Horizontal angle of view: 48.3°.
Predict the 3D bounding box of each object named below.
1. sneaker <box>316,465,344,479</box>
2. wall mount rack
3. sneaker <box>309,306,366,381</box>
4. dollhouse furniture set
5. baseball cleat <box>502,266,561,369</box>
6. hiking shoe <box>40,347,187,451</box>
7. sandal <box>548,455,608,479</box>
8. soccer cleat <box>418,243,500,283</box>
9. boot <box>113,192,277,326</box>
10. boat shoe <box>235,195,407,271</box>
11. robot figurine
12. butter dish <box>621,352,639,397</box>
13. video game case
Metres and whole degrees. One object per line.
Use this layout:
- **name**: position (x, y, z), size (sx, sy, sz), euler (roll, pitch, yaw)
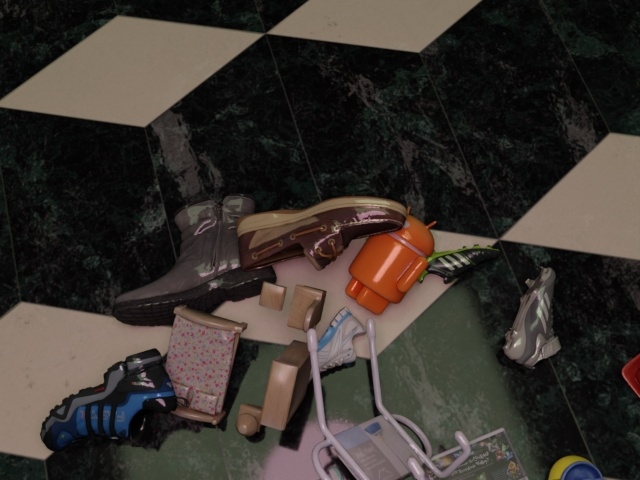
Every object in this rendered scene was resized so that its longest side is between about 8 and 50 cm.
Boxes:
- **sneaker**: position (0.029, 0.476, 1.318), size (0.069, 0.038, 0.098), euler (-35, 62, -10)
- **wall mount rack**: position (0.097, 0.292, 1.227), size (0.304, 0.350, 0.130), euler (47, 112, 24)
- **sneaker**: position (0.023, 0.226, 1.400), size (0.083, 0.071, 0.190), euler (36, 75, 8)
- **dollhouse furniture set**: position (-0.199, 0.198, 1.293), size (0.356, 0.174, 0.303), euler (14, 98, 8)
- **baseball cleat**: position (0.440, 0.158, 1.421), size (0.109, 0.072, 0.205), euler (31, 77, -1)
- **hiking shoe**: position (-0.393, 0.325, 1.308), size (0.304, 0.113, 0.132), euler (-37, 77, 20)
- **sandal**: position (0.464, 0.533, 1.228), size (0.126, 0.138, 0.317), euler (-3, 70, -1)
- **soccer cleat**: position (0.282, 0.051, 1.469), size (0.179, 0.060, 0.072), euler (-7, 78, 6)
- **boot**: position (-0.273, 0.036, 1.471), size (0.338, 0.118, 0.222), euler (-14, 65, -15)
- **boat shoe**: position (0.000, 0.000, 1.362), size (0.342, 0.123, 0.123), euler (-7, 71, 14)
- **robot figurine**: position (0.140, 0.036, 1.421), size (0.128, 0.158, 0.219), euler (34, 92, 4)
- **butter dish**: position (0.686, 0.257, 1.338), size (0.160, 0.118, 0.159), euler (-31, 72, -10)
- **video game case**: position (0.291, 0.464, 1.321), size (0.190, 0.022, 0.173), euler (-21, 70, -5)
